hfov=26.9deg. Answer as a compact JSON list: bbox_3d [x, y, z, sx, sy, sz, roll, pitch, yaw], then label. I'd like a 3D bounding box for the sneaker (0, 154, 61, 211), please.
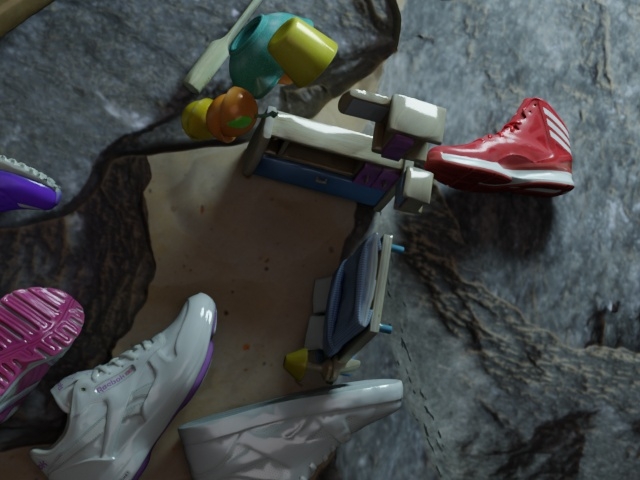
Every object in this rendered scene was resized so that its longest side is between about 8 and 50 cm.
[{"bbox_3d":[-0.474,-0.044,1.660,0.293,0.102,0.146,10,88,-7],"label":"sneaker"}]

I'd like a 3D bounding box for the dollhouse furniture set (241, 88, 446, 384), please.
[{"bbox_3d":[0.000,0.000,1.653,0.198,0.286,0.303,13,69,-10],"label":"dollhouse furniture set"}]

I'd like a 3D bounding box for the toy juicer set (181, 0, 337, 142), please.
[{"bbox_3d":[-0.088,-0.206,1.694,0.089,0.329,0.209,40,97,-22],"label":"toy juicer set"}]

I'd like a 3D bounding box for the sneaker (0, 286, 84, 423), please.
[{"bbox_3d":[-0.395,0.156,1.649,0.103,0.111,0.252,42,55,7],"label":"sneaker"}]

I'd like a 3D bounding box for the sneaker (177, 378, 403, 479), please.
[{"bbox_3d":[-0.021,0.282,1.714,0.292,0.108,0.169,-14,88,-4],"label":"sneaker"}]

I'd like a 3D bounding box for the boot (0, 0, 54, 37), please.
[{"bbox_3d":[-0.402,-0.266,1.660,0.269,0.089,0.236,-39,60,-13],"label":"boot"}]

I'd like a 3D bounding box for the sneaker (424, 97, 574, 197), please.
[{"bbox_3d":[0.244,-0.135,1.837,0.221,0.087,0.128,9,73,-23],"label":"sneaker"}]

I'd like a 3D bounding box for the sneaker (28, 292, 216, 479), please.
[{"bbox_3d":[-0.241,0.182,1.667,0.152,0.114,0.305,35,78,-7],"label":"sneaker"}]
